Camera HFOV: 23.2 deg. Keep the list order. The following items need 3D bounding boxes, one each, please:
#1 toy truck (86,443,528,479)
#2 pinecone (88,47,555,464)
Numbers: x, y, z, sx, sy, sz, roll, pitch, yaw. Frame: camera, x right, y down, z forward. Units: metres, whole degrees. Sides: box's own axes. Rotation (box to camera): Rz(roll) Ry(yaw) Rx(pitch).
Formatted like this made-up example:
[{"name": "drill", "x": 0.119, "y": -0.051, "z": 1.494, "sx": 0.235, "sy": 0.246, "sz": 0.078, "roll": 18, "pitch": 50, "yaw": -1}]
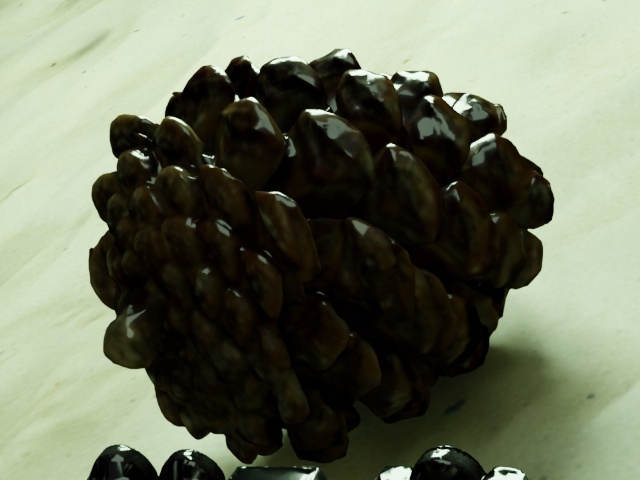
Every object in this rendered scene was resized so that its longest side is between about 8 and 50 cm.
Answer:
[{"name": "toy truck", "x": -0.023, "y": 0.156, "z": 0.670, "sx": 0.259, "sy": 0.121, "sz": 0.088, "roll": -5, "pitch": 30, "yaw": 32}, {"name": "pinecone", "x": 0.000, "y": 0.000, "z": 0.847, "sx": 0.273, "sy": 0.224, "sz": 0.224, "roll": -23, "pitch": 23, "yaw": -29}]
